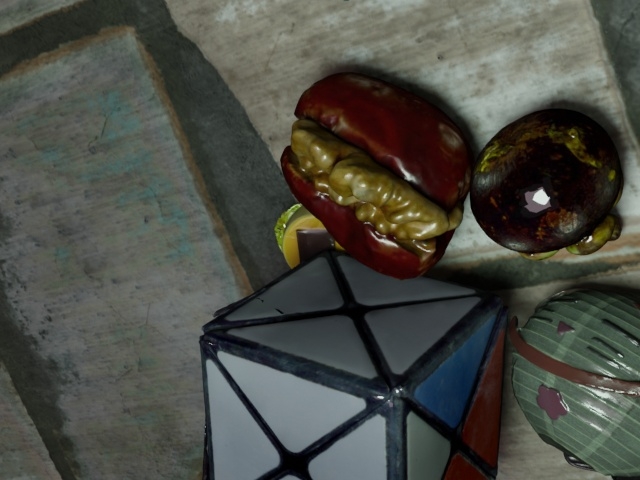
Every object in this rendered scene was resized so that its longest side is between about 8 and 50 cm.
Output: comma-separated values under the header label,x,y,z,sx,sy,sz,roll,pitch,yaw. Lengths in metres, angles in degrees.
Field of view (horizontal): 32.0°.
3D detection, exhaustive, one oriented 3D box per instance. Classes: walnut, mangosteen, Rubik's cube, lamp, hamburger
label,x,y,z,sx,sy,sz,roll,pitch,yaw
walnut,0.064,-0.085,1.440,0.269,0.244,0.222,33,114,15
mangosteen,0.294,-0.055,1.376,0.217,0.192,0.192,39,131,-23
Rubik's cube,0.046,0.219,1.462,0.310,0.305,0.307,15,119,30
lamp,0.367,0.172,1.415,0.265,0.233,0.233,22,125,42
hamburger,0.000,0.000,1.629,0.141,0.081,0.127,-16,109,22

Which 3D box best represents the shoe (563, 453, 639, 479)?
label,x,y,z,sx,sy,sz,roll,pitch,yaw
shoe,0.413,0.315,1.564,0.159,0.053,0.062,2,111,32
